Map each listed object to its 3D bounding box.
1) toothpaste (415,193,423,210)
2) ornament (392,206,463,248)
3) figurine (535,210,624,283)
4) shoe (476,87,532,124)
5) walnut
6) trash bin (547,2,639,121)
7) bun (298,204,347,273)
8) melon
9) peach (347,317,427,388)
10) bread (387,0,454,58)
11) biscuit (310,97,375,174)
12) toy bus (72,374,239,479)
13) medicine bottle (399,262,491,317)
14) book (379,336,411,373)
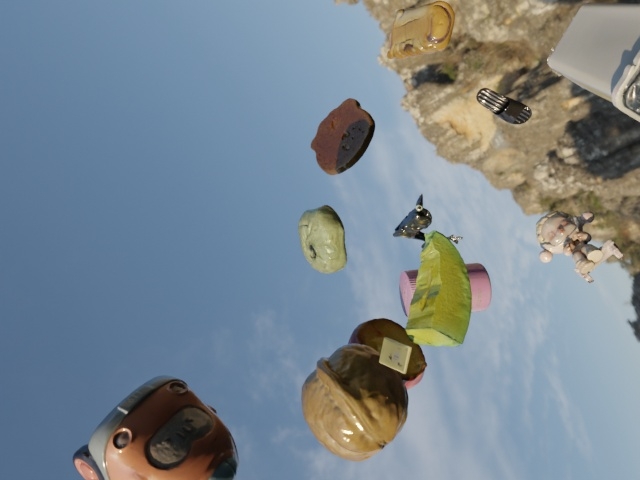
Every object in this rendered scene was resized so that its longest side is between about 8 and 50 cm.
[{"bbox_3d":[0.273,-0.103,1.496,0.019,0.027,0.083,20,-146,1],"label":"toothpaste"},{"bbox_3d":[0.400,-0.023,1.903,0.236,0.202,0.080,26,-121,-9],"label":"ornament"},{"bbox_3d":[0.743,-0.006,1.609,0.145,0.182,0.256,7,-146,-31],"label":"figurine"},{"bbox_3d":[0.501,-0.368,1.488,0.159,0.062,0.053,30,-161,7],"label":"shoe"},{"bbox_3d":[0.117,0.541,1.828,0.381,0.381,0.381,38,-142,-38],"label":"walnut"},{"bbox_3d":[0.752,-0.442,1.269,0.256,0.296,0.367,18,-158,-24],"label":"trash bin"},{"bbox_3d":[0.000,-0.003,1.674,0.108,0.221,0.221,-15,-102,-21],"label":"bun"},{"bbox_3d":[0.342,0.138,1.566,0.124,0.196,0.323,25,-112,-35],"label":"melon"},{"bbox_3d":[0.258,0.450,2.102,0.281,0.338,0.281,-2,-86,-30],"label":"peach"},{"bbox_3d":[0.267,-0.565,1.472,0.081,0.225,0.134,2,-80,-30],"label":"bread"},{"bbox_3d":[0.083,-0.385,2.044,0.049,0.273,0.257,24,-152,-49],"label":"biscuit"},{"bbox_3d":[-0.238,0.380,0.877,0.194,0.232,0.287,-38,-41,-48],"label":"toy bus"},{"bbox_3d":[0.441,0.179,1.938,0.178,0.291,0.178,174,90,-84],"label":"medicine bottle"},{"bbox_3d":[0.215,0.332,1.572,0.014,0.111,0.077,13,-91,-34],"label":"book"}]
